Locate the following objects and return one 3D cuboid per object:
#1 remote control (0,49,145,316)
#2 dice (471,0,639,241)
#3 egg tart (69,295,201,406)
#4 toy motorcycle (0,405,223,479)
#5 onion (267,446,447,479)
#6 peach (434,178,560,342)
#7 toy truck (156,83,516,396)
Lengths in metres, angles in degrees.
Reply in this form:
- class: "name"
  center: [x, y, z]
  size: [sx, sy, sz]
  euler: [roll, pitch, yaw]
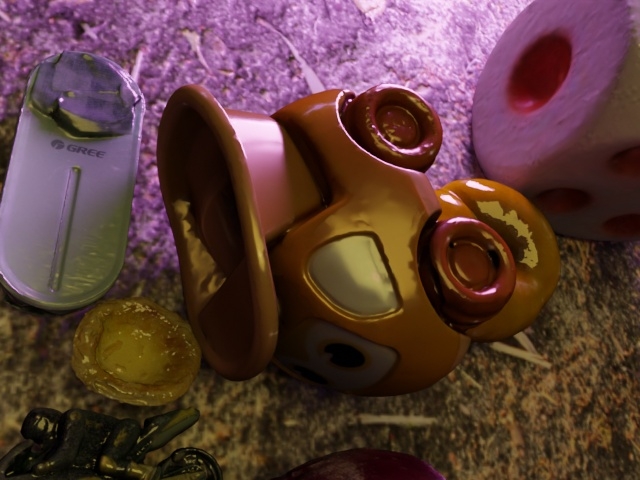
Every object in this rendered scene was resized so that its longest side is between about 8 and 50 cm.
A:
- class: "remote control"
  center: [-0.213, -0.055, 0.591]
  size: [0.104, 0.052, 0.247]
  euler: [12, 62, -22]
- class: "dice"
  center: [0.344, -0.146, 0.786]
  size: [0.251, 0.259, 0.243]
  euler: [15, 64, -20]
- class: "egg tart"
  center: [-0.149, 0.094, 0.554]
  size: [0.105, 0.039, 0.105]
  euler: [19, 44, -19]
- class: "toy motorcycle"
  center: [-0.168, 0.172, 0.502]
  size: [0.193, 0.061, 0.124]
  euler: [-15, 65, -37]
- class: "onion"
  center: [-0.010, 0.282, 0.453]
  size: [0.349, 0.159, 0.267]
  euler: [1, 76, -21]
- class: "peach"
  center: [0.162, 0.017, 0.711]
  size: [0.179, 0.103, 0.179]
  euler: [11, 60, -19]
- class: "toy truck"
  center: [0.000, 0.000, 0.579]
  size: [0.212, 0.204, 0.287]
  euler: [-15, 74, -28]
